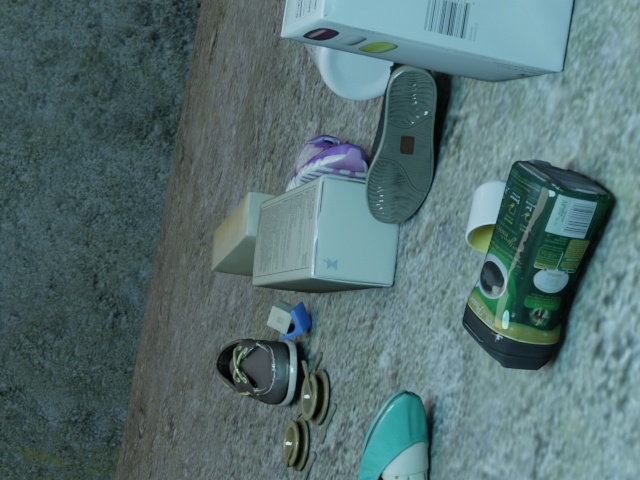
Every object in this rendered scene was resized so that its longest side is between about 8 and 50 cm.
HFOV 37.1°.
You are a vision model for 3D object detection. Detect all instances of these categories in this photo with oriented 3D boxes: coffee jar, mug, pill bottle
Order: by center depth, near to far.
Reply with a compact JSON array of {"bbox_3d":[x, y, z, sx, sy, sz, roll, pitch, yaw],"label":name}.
[{"bbox_3d":[0.196,0.024,0.888,0.096,0.079,0.184,-126,48,-61],"label":"coffee jar"},{"bbox_3d":[0.179,-0.025,0.996,0.078,0.062,0.064,-43,34,53],"label":"mug"},{"bbox_3d":[0.039,-0.309,1.420,0.229,0.131,0.131,-113,35,-57],"label":"pill bottle"}]

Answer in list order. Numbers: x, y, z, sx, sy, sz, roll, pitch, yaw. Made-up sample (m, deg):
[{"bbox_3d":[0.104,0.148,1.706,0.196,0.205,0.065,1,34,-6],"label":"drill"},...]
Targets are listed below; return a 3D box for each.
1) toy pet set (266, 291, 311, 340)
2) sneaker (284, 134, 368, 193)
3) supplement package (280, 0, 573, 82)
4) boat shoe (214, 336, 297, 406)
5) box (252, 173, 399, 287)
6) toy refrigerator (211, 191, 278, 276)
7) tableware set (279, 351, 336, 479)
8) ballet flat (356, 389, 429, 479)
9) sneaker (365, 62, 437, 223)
[{"bbox_3d":[-0.035,0.115,1.611,0.114,0.065,0.122,-37,-31,-64],"label":"toy pet set"},{"bbox_3d":[0.009,-0.124,1.505,0.236,0.095,0.104,151,132,-69],"label":"sneaker"},{"bbox_3d":[0.114,-0.288,0.977,0.145,0.262,0.204,-164,83,-72],"label":"supplement package"},{"bbox_3d":[-0.114,0.224,1.678,0.324,0.097,0.116,166,111,-74],"label":"boat shoe"},{"bbox_3d":[0.000,0.000,1.418,0.311,0.121,0.148,170,107,-71],"label":"box"},{"bbox_3d":[-0.128,-0.010,1.838,0.269,0.102,0.094,142,134,-65],"label":"toy refrigerator"},{"bbox_3d":[-0.032,0.287,1.518,0.128,0.039,0.194,-108,31,-53],"label":"tableware set"},{"bbox_3d":[0.085,0.289,1.135,0.087,0.083,0.247,47,131,36],"label":"ballet flat"},{"bbox_3d":[0.113,-0.137,1.246,0.118,0.083,0.222,-76,-3,-61],"label":"sneaker"}]
